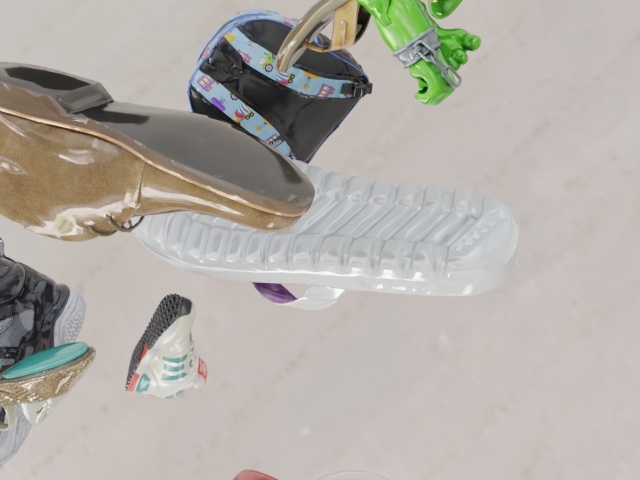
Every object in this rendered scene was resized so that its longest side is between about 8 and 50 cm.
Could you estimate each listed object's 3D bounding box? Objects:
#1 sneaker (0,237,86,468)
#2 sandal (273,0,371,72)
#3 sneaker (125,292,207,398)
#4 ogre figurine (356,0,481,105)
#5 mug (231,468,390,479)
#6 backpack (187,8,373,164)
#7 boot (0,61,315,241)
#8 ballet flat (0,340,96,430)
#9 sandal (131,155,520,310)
[{"bbox_3d":[-0.361,0.125,1.686,0.153,0.101,0.269,44,55,-28],"label":"sneaker"},{"bbox_3d":[0.028,-0.205,1.467,0.180,0.072,0.049,-38,90,18],"label":"sandal"},{"bbox_3d":[-0.144,0.113,1.672,0.075,0.057,0.161,19,138,-15],"label":"sneaker"},{"bbox_3d":[0.055,-0.186,1.109,0.118,0.097,0.197,42,54,-28],"label":"ogre figurine"},{"bbox_3d":[0.002,0.207,1.034,0.150,0.169,0.113,11,70,4],"label":"mug"},{"bbox_3d":[-0.059,-0.169,1.722,0.173,0.117,0.158,29,109,-31],"label":"backpack"},{"bbox_3d":[-0.143,-0.046,1.260,0.112,0.305,0.115,-18,123,-60],"label":"boot"},{"bbox_3d":[-0.293,0.146,1.562,0.073,0.206,0.067,-40,114,-59],"label":"ballet flat"},{"bbox_3d":[-0.007,0.010,1.589,0.169,0.416,0.102,-54,143,-39],"label":"sandal"}]
